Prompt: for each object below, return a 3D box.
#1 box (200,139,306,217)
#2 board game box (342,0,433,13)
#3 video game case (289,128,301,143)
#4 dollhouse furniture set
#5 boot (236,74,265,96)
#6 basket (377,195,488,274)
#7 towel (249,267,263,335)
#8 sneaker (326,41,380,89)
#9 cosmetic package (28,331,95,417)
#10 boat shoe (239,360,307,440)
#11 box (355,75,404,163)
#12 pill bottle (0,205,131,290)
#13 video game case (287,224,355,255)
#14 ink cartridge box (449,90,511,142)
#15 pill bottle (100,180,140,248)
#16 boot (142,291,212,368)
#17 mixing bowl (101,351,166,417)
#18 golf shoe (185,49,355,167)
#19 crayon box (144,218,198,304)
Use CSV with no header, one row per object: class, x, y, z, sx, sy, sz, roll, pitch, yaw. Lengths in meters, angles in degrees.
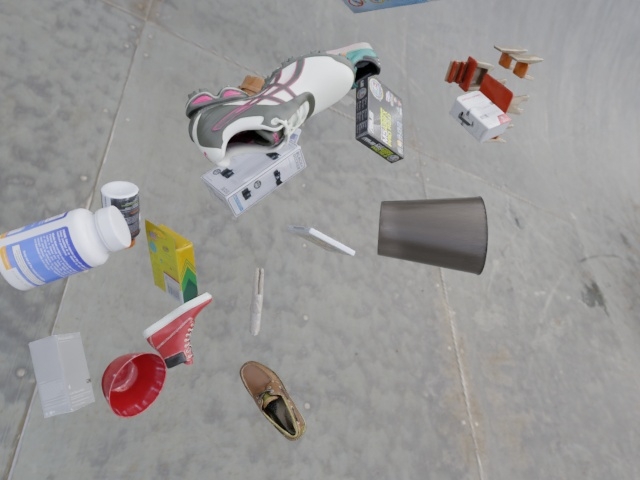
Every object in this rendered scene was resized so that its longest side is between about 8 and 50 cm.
box,-0.208,-0.218,1.431,0.290,0.087,0.169,-40,50,-18
board game box,0.137,-0.677,1.074,0.308,0.302,0.086,13,89,-55
video game case,-0.202,-0.415,1.946,0.184,0.023,0.201,20,91,-9
dollhouse furniture set,0.506,-0.467,1.394,0.135,0.261,0.259,-4,41,-17
boot,-0.239,-0.457,1.591,0.283,0.220,0.109,36,0,42
basket,0.248,-0.022,1.044,0.227,0.154,0.204,5,46,7
towel,-0.270,0.247,1.908,0.049,0.187,0.282,5,19,-8
sneaker,0.053,-0.545,1.477,0.302,0.108,0.121,-23,60,-4
cosmetic package,-0.811,0.415,1.425,0.127,0.107,0.237,36,39,-82
boat shoe,-0.158,0.511,1.478,0.307,0.104,0.111,42,83,18
box,0.217,-0.444,1.646,0.216,0.060,0.269,24,60,-42
pill bottle,-0.626,0.010,1.122,0.272,0.152,0.152,-19,71,-5
video game case,0.000,0.000,1.845,0.227,0.206,0.026,27,82,-27
ink cartridge box,0.447,-0.349,1.275,0.099,0.056,0.135,-24,63,-25
pill bottle,-0.746,-0.088,1.702,0.131,0.245,0.130,9,33,-6
boot,-0.420,0.294,1.459,0.244,0.088,0.176,-37,90,-5
mixing bowl,-0.533,0.385,1.259,0.181,0.098,0.181,-28,124,-53
golf shoe,-0.059,-0.188,0.678,0.273,0.105,0.120,-25,59,-10
crayon box,-0.586,0.075,1.789,0.202,0.318,0.081,28,40,31
